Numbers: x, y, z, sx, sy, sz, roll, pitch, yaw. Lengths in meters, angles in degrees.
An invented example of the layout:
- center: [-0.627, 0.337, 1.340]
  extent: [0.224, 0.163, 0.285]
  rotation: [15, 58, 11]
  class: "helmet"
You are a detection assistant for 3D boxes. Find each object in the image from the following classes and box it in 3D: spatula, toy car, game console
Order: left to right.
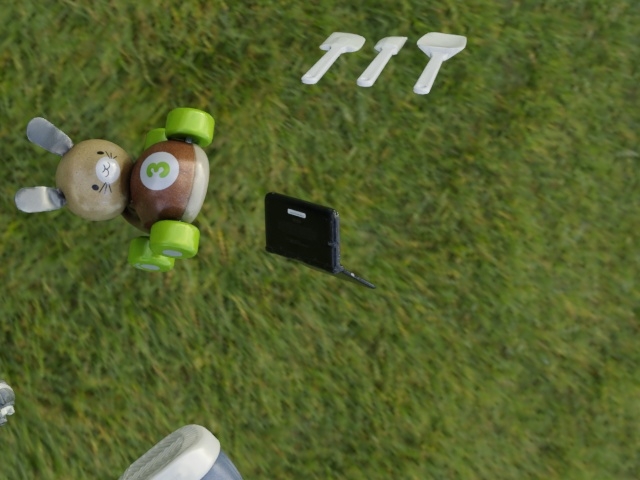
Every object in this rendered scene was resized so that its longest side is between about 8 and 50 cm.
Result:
- center: [-0.224, -0.067, 1.385]
  extent: [0.188, 0.149, 0.155]
  rotation: [13, 72, -22]
  class: "toy car"
- center: [0.000, 0.000, 1.488]
  extent: [0.071, 0.122, 0.107]
  rotation: [-15, 112, -40]
  class: "game console"
- center: [0.073, -0.207, 1.470]
  extent: [0.168, 0.242, 0.019]
  rotation: [7, 112, 10]
  class: "spatula"

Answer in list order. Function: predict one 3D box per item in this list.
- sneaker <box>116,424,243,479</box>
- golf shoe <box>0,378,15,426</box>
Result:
- center: [-0.219, 0.349, 1.413]
  extent: [0.350, 0.131, 0.148]
  rotation: [-34, 104, 18]
  class: "sneaker"
- center: [-0.378, 0.163, 1.194]
  extent: [0.273, 0.120, 0.105]
  rotation: [-40, 170, 36]
  class: "golf shoe"
